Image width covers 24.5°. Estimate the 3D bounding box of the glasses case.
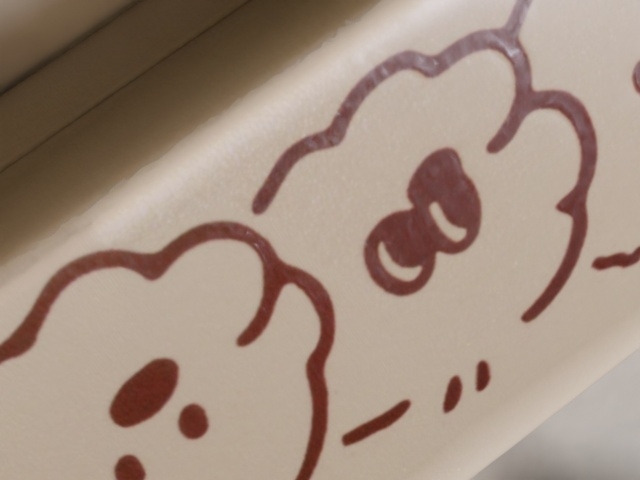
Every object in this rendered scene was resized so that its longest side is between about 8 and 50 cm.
[{"bbox_3d":[0.000,0.000,0.379,0.336,0.076,0.144,-37,127,-8],"label":"glasses case"}]
